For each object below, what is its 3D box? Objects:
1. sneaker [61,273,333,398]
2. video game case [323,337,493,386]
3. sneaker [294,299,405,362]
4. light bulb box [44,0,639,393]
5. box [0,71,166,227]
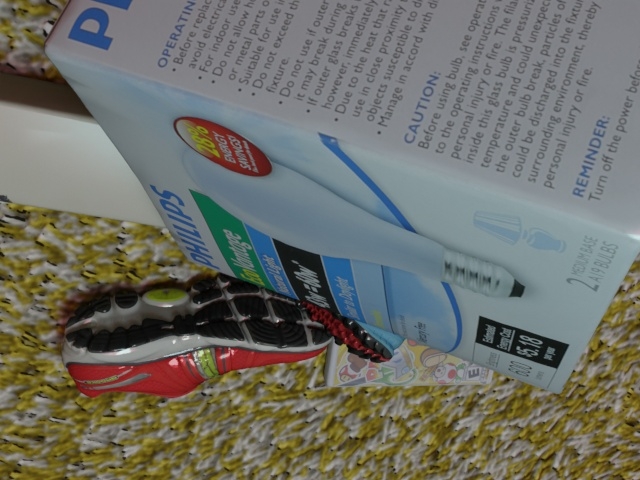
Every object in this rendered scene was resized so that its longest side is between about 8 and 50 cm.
[{"bbox_3d":[-0.128,0.110,0.972,0.279,0.107,0.118,-2,133,-13],"label":"sneaker"},{"bbox_3d":[0.118,0.062,1.042,0.206,0.026,0.227,2,112,-16],"label":"video game case"},{"bbox_3d":[0.000,0.000,0.942,0.262,0.104,0.125,45,67,-6],"label":"sneaker"},{"bbox_3d":[0.057,-0.086,0.683,0.361,0.358,0.225,18,71,15],"label":"light bulb box"},{"bbox_3d":[-0.252,-0.089,0.831,0.275,0.113,0.094,10,110,-18],"label":"box"}]
